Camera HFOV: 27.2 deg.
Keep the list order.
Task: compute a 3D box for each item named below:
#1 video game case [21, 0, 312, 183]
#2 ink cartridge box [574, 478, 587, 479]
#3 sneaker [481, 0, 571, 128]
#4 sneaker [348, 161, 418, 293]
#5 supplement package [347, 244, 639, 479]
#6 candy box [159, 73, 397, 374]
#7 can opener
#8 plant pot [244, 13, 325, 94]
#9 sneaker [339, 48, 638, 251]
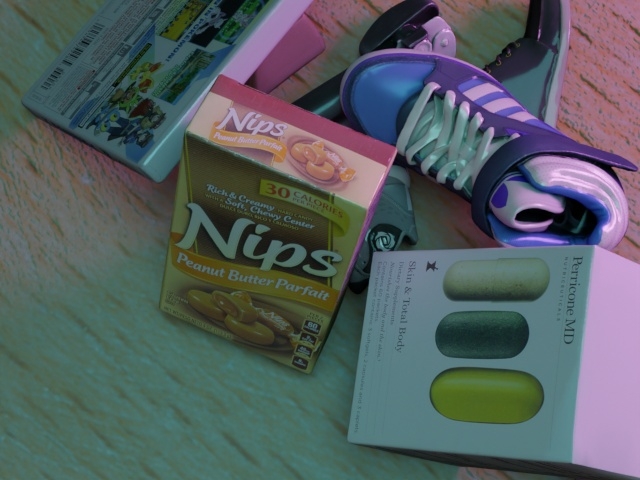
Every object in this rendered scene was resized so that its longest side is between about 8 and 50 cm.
[{"bbox_3d":[-0.146,-0.229,1.407,0.329,0.036,0.300,-51,39,-10],"label":"video game case"},{"bbox_3d":[0.412,0.279,1.366,0.278,0.117,0.201,26,80,5],"label":"ink cartridge box"},{"bbox_3d":[0.209,-0.197,1.476,0.118,0.083,0.222,8,80,-1],"label":"sneaker"},{"bbox_3d":[0.000,0.000,1.437,0.228,0.086,0.132,-14,81,-4],"label":"sneaker"},{"bbox_3d":[0.197,0.123,1.293,0.262,0.198,0.199,-2,74,43],"label":"supplement package"},{"bbox_3d":[-0.052,-0.005,1.317,0.182,0.316,0.088,23,55,4],"label":"candy box"},{"bbox_3d":[0.032,-0.166,1.486,0.280,0.074,0.093,-36,47,-9],"label":"can opener"},{"bbox_3d":[-0.067,-0.238,1.476,0.109,0.096,0.109,-38,82,-8],"label":"plant pot"},{"bbox_3d":[0.163,-0.086,1.330,0.322,0.236,0.130,28,105,-2],"label":"sneaker"}]
